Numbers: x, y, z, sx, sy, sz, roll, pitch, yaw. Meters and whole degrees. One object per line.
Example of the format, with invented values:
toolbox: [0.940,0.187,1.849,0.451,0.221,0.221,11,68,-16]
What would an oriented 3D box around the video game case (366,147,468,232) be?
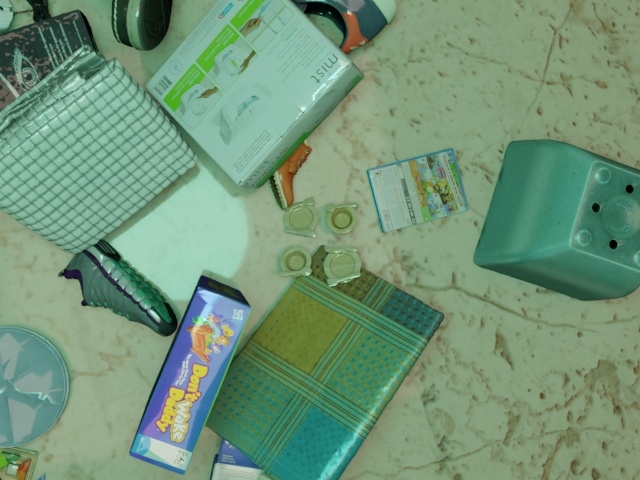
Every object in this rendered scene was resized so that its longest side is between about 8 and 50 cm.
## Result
video game case: [0.178,-0.092,1.322,0.166,0.015,0.119,-15,91,-8]

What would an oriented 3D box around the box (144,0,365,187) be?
box: [-0.103,-0.256,1.165,0.231,0.127,0.262,45,101,8]

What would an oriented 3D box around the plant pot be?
plant pot: [0.452,-0.037,1.243,0.247,0.252,0.247,18,86,-8]

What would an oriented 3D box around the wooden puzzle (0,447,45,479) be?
wooden puzzle: [-0.519,0.384,1.215,0.116,0.014,0.079,9,89,-9]

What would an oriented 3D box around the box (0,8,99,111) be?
box: [-0.456,-0.261,1.180,0.207,0.108,0.153,-20,93,-8]

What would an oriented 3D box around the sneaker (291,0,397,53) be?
sneaker: [-0.036,-0.465,1.238,0.350,0.131,0.148,44,94,-1]

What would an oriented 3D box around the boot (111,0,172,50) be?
boot: [-0.376,-0.442,1.126,0.284,0.138,0.377,1,58,-5]

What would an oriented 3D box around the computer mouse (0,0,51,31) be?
computer mouse: [-0.546,-0.374,1.190,0.193,0.042,0.106,-15,73,-8]

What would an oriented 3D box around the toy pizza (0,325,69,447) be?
toy pizza: [-0.523,0.243,1.207,0.201,0.032,0.201,0,89,-10]

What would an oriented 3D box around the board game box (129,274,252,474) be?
board game box: [-0.193,0.180,1.097,0.078,0.347,0.233,23,87,-8]

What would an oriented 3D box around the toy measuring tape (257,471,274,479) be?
toy measuring tape: [0.015,0.278,1.222,0.330,0.121,0.121,-36,95,-24]

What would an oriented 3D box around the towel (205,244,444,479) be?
towel: [-0.003,0.211,1.197,0.271,0.040,0.370,30,76,28]

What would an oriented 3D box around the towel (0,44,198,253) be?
towel: [-0.371,-0.139,1.122,0.283,0.121,0.235,-39,138,2]

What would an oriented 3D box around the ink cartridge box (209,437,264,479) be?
ink cartridge box: [-0.113,0.493,1.252,0.185,0.065,0.311,11,90,-8]

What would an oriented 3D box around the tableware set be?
tableware set: [0.000,0.000,1.255,0.141,0.020,0.169,-2,70,9]

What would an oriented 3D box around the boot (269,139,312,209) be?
boot: [-0.052,-0.134,1.268,0.084,0.059,0.158,-7,90,-13]

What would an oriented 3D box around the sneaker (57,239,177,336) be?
sneaker: [-0.336,0.098,1.206,0.223,0.083,0.098,43,95,15]
